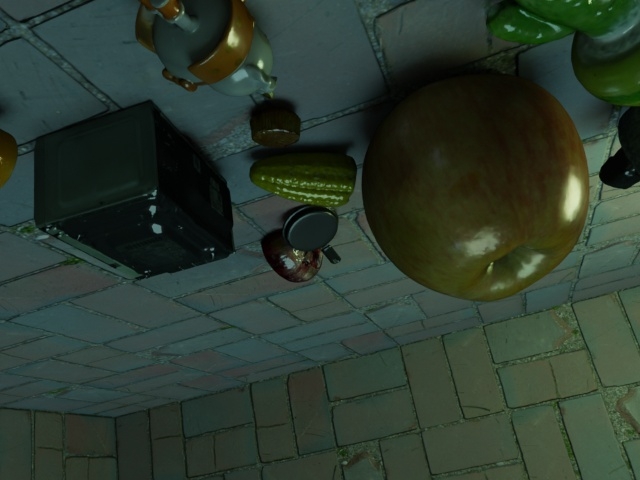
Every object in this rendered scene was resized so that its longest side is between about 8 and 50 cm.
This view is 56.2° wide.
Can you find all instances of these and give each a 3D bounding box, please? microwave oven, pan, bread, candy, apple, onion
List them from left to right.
[{"bbox_3d":[-0.300,-0.059,1.022,0.238,0.181,0.295,-14,157,10],"label":"microwave oven"},{"bbox_3d":[-0.075,-0.189,0.987,0.085,0.053,0.085,-3,167,-1],"label":"bread"},{"bbox_3d":[-0.071,0.054,1.498,0.151,0.098,0.206,-26,153,28],"label":"onion"},{"bbox_3d":[-0.035,-0.117,1.116,0.199,0.106,0.094,2,137,-17],"label":"candy"},{"bbox_3d":[0.000,0.000,1.408,0.136,0.028,0.235,-30,140,7],"label":"pan"},{"bbox_3d":[0.260,-0.085,1.017,0.392,0.346,0.391,-10,151,-5],"label":"apple"}]

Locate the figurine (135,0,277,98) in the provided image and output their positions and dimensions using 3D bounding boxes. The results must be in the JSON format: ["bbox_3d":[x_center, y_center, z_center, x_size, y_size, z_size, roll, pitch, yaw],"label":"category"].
[{"bbox_3d":[-0.132,-0.237,0.747,0.143,0.143,0.271,-14,156,7],"label":"figurine"}]

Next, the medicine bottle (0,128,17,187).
[{"bbox_3d":[-0.519,-0.139,0.770,0.112,0.149,0.222,-19,156,20],"label":"medicine bottle"}]

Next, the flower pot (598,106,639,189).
[{"bbox_3d":[0.691,-0.169,1.085,0.299,0.299,0.283,0,150,-24],"label":"flower pot"}]

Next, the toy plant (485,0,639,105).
[{"bbox_3d":[0.361,-0.317,0.791,0.316,0.184,0.224,25,136,-30],"label":"toy plant"}]
